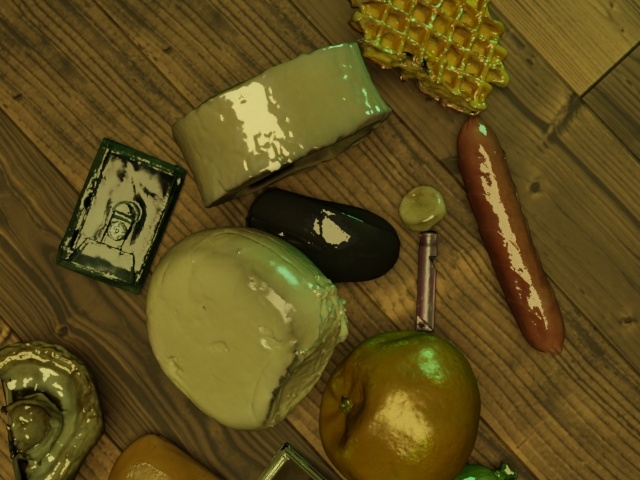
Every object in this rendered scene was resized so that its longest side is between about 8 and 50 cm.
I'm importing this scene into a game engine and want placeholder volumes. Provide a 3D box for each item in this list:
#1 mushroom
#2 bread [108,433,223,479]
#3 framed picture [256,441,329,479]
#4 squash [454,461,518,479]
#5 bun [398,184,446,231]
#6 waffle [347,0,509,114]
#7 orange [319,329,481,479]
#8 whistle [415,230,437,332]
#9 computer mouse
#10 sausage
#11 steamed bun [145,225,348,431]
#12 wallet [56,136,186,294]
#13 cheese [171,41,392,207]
[{"bbox_3d":[-0.446,0.303,1.733,0.164,0.189,0.267,-14,62,-18],"label":"mushroom"},{"bbox_3d":[-0.258,0.434,1.764,0.217,0.098,0.147,31,95,3],"label":"bread"},{"bbox_3d":[-0.066,0.504,1.767,0.197,0.014,0.252,38,91,20],"label":"framed picture"},{"bbox_3d":[0.152,0.462,1.706,0.395,0.107,0.107,-23,89,-17],"label":"squash"},{"bbox_3d":[0.176,-0.050,1.763,0.086,0.055,0.086,-14,57,22],"label":"bun"},{"bbox_3d":[0.178,-0.342,1.715,0.283,0.065,0.309,-22,87,-27],"label":"waffle"},{"bbox_3d":[0.124,0.278,1.659,0.235,0.279,0.279,19,91,-20],"label":"orange"},{"bbox_3d":[0.183,0.071,1.777,0.033,0.033,0.176,2,90,2],"label":"whistle"},{"bbox_3d":[0.000,0.000,1.744,0.269,0.086,0.138,13,106,3],"label":"computer mouse"},{"bbox_3d":[0.315,-0.010,1.747,0.088,0.088,0.433,-19,88,2],"label":"sausage"},{"bbox_3d":[-0.114,0.117,1.672,0.312,0.233,0.334,42,127,12],"label":"steamed bun"},{"bbox_3d":[-0.345,-0.043,1.791,0.160,0.055,0.236,21,90,-4],"label":"wallet"},{"bbox_3d":[-0.063,-0.185,1.666,0.332,0.292,0.153,-24,90,-8],"label":"cheese"}]
